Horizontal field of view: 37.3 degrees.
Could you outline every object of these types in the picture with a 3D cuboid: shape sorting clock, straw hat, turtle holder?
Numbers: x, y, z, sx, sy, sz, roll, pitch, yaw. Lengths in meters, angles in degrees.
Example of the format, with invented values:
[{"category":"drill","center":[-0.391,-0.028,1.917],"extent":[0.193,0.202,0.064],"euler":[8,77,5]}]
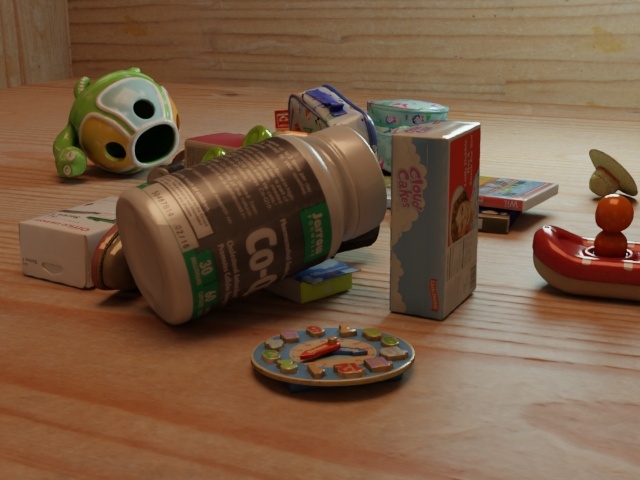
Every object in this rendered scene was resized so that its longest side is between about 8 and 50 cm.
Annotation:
[{"category":"shape sorting clock","center":[0.015,0.140,1.188],"extent":[0.206,0.040,0.206],"euler":[0,16,0]},{"category":"straw hat","center":[0.614,-0.125,2.049],"extent":[0.061,0.144,0.144],"euler":[-44,24,-3]},{"category":"turtle holder","center":[-0.486,-0.276,2.284],"extent":[0.320,0.243,0.227],"euler":[-4,31,-45]}]

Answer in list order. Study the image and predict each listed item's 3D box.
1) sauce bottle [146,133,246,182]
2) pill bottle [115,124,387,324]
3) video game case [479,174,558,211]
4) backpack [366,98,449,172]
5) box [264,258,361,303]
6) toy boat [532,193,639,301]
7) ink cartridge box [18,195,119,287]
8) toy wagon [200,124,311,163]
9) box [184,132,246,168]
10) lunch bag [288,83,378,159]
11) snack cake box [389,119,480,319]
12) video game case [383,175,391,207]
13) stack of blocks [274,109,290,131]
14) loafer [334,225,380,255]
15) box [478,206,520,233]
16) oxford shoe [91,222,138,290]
[{"category":"sauce bottle","center":[-0.260,-0.161,2.108],"extent":[0.111,0.112,0.344],"euler":[8,18,26]},{"category":"pill bottle","center":[-0.095,-0.035,1.383],"extent":[0.361,0.204,0.204],"euler":[-24,25,-25]},{"category":"video game case","center":[0.316,-0.104,1.933],"extent":[0.285,0.025,0.204],"euler":[8,16,31]},{"category":"backpack","center":[0.217,-0.239,2.260],"extent":[0.225,0.191,0.253],"euler":[-3,22,-22]},{"category":"box","center":[-0.034,0.052,1.487],"extent":[0.109,0.043,0.178],"euler":[-15,23,-40]},{"category":"toy boat","center":[0.445,0.003,1.462],"extent":[0.231,0.151,0.151],"euler":[5,17,17]},{"category":"ink cartridge box","center":[-0.369,-0.002,1.588],"extent":[0.160,0.093,0.219],"euler":[9,18,30]},{"category":"toy wagon","center":[-0.083,-0.091,1.672],"extent":[0.267,0.068,0.344],"euler":[31,-32,-35]},{"category":"box","center":[-0.153,-0.130,1.927],"extent":[0.232,0.149,0.126],"euler":[14,21,37]},{"category":"lunch bag","center":[0.029,-0.179,1.894],"extent":[0.114,0.243,0.303],"euler":[-14,27,-17]},{"category":"snack cake box","center":[0.169,-0.035,1.389],"extent":[0.089,0.265,0.152],"euler":[8,18,27]},{"category":"video game case","center":[0.096,-0.112,2.089],"extent":[0.226,0.026,0.206],"euler":[6,17,22]},{"category":"stack of blocks","center":[-0.020,-0.264,2.211],"extent":[0.171,0.087,0.297],"euler":[-3,4,3]},{"category":"loafer","center":[0.000,0.000,1.643],"extent":[0.219,0.078,0.080],"euler":[-3,59,15]},{"category":"box","center":[0.328,-0.063,1.901],"extent":[0.136,0.037,0.225],"euler":[6,16,19]},{"category":"oxford shoe","center":[-0.214,0.008,1.512],"extent":[0.130,0.123,0.348],"euler":[17,24,28]}]
